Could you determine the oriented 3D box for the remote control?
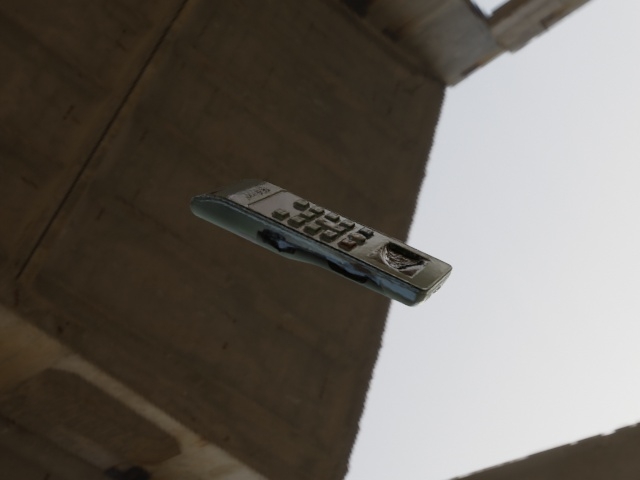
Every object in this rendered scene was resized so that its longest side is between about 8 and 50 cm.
[{"bbox_3d":[0.000,0.000,0.632,0.166,0.029,0.065,24,-159,17],"label":"remote control"}]
